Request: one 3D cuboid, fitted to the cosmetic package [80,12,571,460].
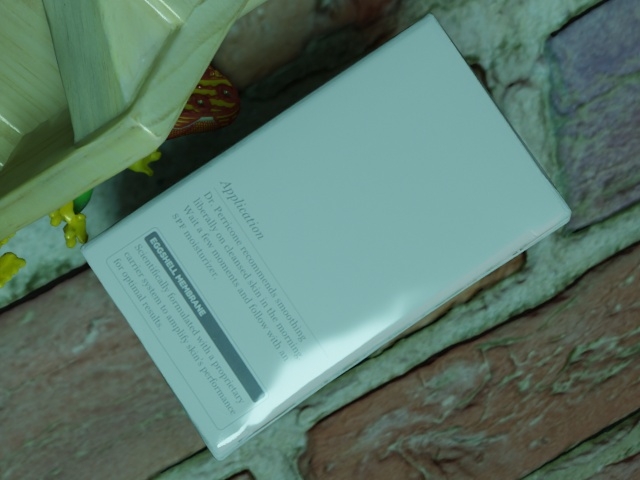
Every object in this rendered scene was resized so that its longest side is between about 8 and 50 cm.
[{"bbox_3d":[0.000,0.000,0.797,0.225,0.138,0.224,-33,179,-3],"label":"cosmetic package"}]

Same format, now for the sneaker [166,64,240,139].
[{"bbox_3d":[-0.134,-0.073,0.798,0.175,0.064,0.067,-7,145,-19],"label":"sneaker"}]

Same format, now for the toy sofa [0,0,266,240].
[{"bbox_3d":[-0.185,-0.181,0.499,0.362,0.177,0.150,40,144,-22],"label":"toy sofa"}]

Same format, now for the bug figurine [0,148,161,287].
[{"bbox_3d":[-0.182,-0.070,0.651,0.279,0.072,0.216,-48,136,-43],"label":"bug figurine"}]
